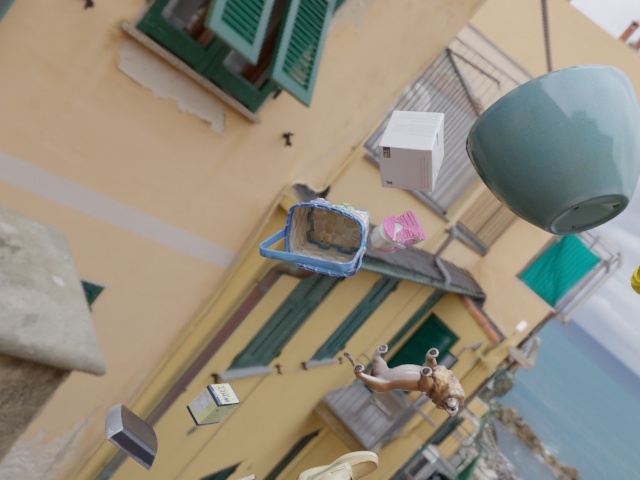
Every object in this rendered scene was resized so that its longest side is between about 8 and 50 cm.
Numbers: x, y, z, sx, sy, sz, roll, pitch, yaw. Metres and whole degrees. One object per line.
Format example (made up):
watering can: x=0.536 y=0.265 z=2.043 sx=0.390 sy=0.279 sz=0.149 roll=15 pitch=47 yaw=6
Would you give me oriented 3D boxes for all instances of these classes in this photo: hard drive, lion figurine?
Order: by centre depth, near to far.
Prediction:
hard drive: x=-0.553 y=0.567 z=1.866 sx=0.172 sy=0.054 sz=0.255 roll=44 pitch=-10 yaw=-15
lion figurine: x=0.278 y=0.456 z=2.090 sx=0.393 sy=0.142 sz=0.240 roll=7 pitch=-38 yaw=19

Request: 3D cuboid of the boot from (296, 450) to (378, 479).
boot: x=0.067 y=0.751 z=1.893 sx=0.203 sy=0.262 sz=0.095 roll=-111 pitch=-176 yaw=-62

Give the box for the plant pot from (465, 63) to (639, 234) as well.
plant pot: x=0.417 y=-0.124 z=1.078 sx=0.290 sy=0.290 sz=0.195 roll=28 pitch=43 yaw=-53

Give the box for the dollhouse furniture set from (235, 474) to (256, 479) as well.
dollhouse furniture set: x=-0.178 y=0.579 z=1.400 sx=0.129 sy=0.183 sz=0.129 roll=-11 pitch=49 yaw=-24

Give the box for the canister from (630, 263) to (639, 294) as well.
canister: x=0.529 y=0.016 z=0.900 sx=0.126 sy=0.073 sz=0.169 roll=30 pitch=-43 yaw=35

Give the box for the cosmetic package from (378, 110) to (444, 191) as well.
cosmetic package: x=0.262 y=-0.257 z=1.808 sx=0.152 sy=0.183 sz=0.151 roll=7 pitch=-44 yaw=18

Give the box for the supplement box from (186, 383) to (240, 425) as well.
supplement box: x=-0.249 y=0.383 z=1.483 sx=0.056 sy=0.083 sz=0.083 roll=53 pitch=17 yaw=25

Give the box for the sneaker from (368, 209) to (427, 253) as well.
sneaker: x=0.221 y=-0.020 z=1.870 sx=0.252 sy=0.111 sz=0.102 roll=-3 pitch=66 yaw=-52

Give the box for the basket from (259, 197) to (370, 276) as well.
basket: x=0.000 y=0.000 z=1.715 sx=0.255 sy=0.201 sz=0.289 roll=12 pitch=28 yaw=17
